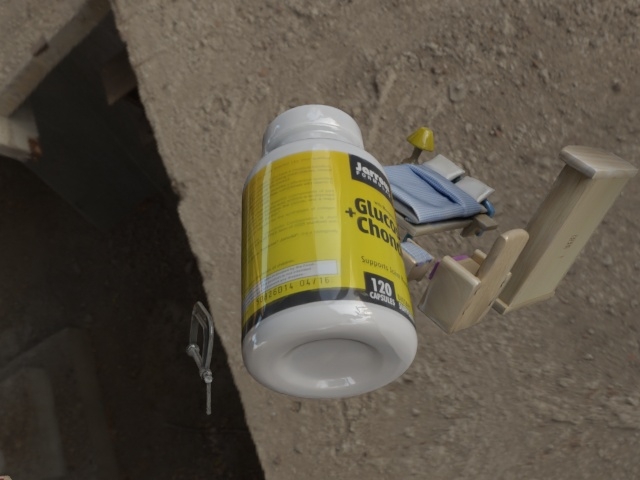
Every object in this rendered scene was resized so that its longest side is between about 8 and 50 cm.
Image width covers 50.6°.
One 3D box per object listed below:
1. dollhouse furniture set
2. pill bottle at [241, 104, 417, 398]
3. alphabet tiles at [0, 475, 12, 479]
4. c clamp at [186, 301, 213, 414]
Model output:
[{"bbox_3d":[0.165,-0.079,0.832,0.303,0.286,0.198,41,120,31],"label":"dollhouse furniture set"},{"bbox_3d":[0.000,0.000,0.440,0.103,0.103,0.184,-22,49,21],"label":"pill bottle"},{"bbox_3d":[-0.484,0.401,0.950,0.342,0.285,0.011,9,88,52],"label":"alphabet tiles"},{"bbox_3d":[-0.191,0.173,1.066,0.160,0.022,0.137,-139,54,-64],"label":"c clamp"}]
